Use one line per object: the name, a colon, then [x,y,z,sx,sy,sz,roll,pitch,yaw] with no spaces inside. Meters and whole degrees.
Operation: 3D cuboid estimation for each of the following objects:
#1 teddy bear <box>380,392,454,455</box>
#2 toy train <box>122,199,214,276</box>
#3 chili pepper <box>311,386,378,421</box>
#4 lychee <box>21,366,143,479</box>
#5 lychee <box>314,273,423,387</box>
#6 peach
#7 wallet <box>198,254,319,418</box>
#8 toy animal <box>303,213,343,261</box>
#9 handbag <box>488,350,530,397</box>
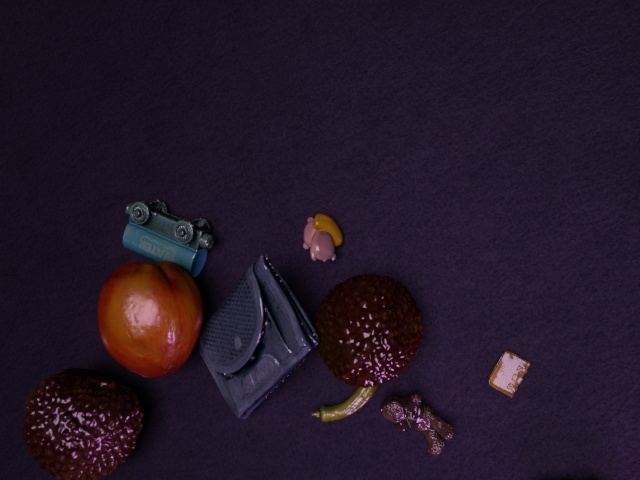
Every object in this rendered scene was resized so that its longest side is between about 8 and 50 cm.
teddy bear: [0.210,0.381,1.249,0.160,0.078,0.119,29,128,9]
toy train: [-0.380,-0.005,1.424,0.248,0.101,0.159,21,104,16]
chili pepper: [0.077,0.358,1.303,0.208,0.043,0.049,-33,53,5]
lychee: [-0.559,0.439,1.353,0.267,0.267,0.267,-1,86,15]
lychee: [0.098,0.193,1.204,0.236,0.271,0.236,5,115,10]
peach: [-0.385,0.181,1.322,0.281,0.238,0.281,7,99,54]
wallet: [-0.160,0.223,1.272,0.342,0.075,0.237,-49,62,36]
toy animal: [0.000,0.000,1.335,0.082,0.091,0.114,-14,68,41]
handbag: [0.401,0.283,1.228,0.061,0.027,0.083,30,92,16]
